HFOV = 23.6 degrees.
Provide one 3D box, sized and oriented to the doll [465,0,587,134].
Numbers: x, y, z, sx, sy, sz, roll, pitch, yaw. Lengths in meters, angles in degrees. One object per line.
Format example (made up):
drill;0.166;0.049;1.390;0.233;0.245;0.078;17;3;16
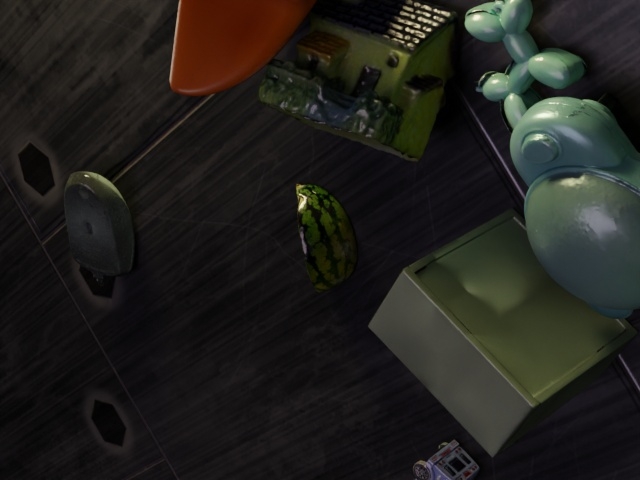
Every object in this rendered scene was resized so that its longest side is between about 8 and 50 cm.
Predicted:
doll;0.233;-0.218;1.804;0.158;0.059;0.159;42;136;21

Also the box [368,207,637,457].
box;0.222;0.110;1.863;0.225;0.225;0.117;47;136;17

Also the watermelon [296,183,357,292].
watermelon;-0.004;0.004;2.146;0.087;0.069;0.163;-2;107;44

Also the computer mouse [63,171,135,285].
computer mouse;-0.354;-0.027;2.478;0.113;0.068;0.229;18;134;22

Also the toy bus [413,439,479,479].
toy bus;0.158;0.362;2.171;0.076;0.073;0.167;41;134;19

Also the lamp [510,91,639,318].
lamp;0.320;-0.035;1.748;0.209;0.147;0.284;-15;99;50

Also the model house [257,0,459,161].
model house;0.062;-0.226;1.890;0.194;0.170;0.211;23;91;36

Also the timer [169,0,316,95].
timer;-0.085;-0.322;1.912;0.161;0.257;0.250;32;140;-4
